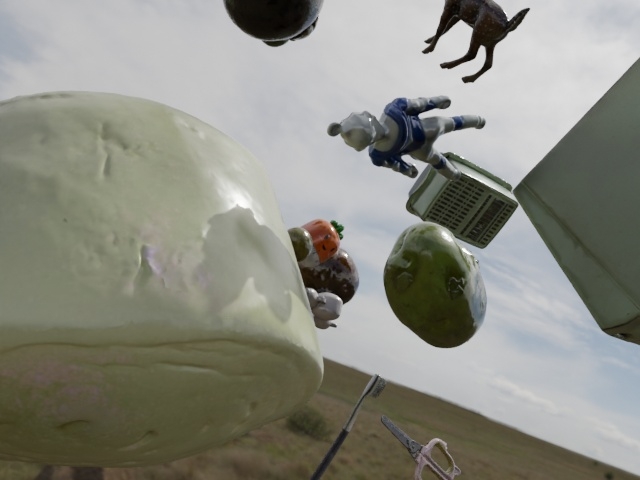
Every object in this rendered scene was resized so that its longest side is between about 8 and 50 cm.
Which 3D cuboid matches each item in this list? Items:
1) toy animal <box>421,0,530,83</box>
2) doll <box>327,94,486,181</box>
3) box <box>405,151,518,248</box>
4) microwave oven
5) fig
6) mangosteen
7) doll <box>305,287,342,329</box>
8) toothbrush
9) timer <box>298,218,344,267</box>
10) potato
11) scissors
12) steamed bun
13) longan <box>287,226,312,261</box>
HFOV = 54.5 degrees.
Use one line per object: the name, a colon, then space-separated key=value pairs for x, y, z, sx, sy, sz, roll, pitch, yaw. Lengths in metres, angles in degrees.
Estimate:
toy animal: x=0.278 y=-0.454 z=1.153 sx=0.243 sy=0.260 sz=0.087 roll=46 pitch=39 yaw=19
doll: x=0.103 y=-0.131 z=0.757 sx=0.227 sy=0.114 sz=0.057 roll=1 pitch=36 yaw=-38
box: x=0.415 y=-0.119 z=1.829 sx=0.291 sy=0.220 sz=0.166 roll=24 pitch=24 yaw=-25
microwave oven: x=0.480 y=-0.021 z=0.723 sx=0.394 sy=0.333 sz=0.247 roll=18 pitch=33 yaw=-38
fig: x=-0.002 y=0.119 z=1.867 sx=0.235 sy=0.235 sz=0.214 roll=34 pitch=15 yaw=-48
mangosteen: x=-0.118 y=-0.699 z=1.752 sx=0.301 sy=0.300 sz=0.300 roll=20 pitch=-11 yaw=4
doll: x=-0.026 y=0.142 z=1.292 sx=0.160 sy=0.059 sz=0.161 roll=-3 pitch=-35 yaw=31
toothbrush: x=0.037 y=0.370 z=1.156 sx=0.026 sy=0.288 sz=0.024 roll=31 pitch=5 yaw=-7
timer: x=0.000 y=0.000 z=1.391 sx=0.136 sy=0.136 sz=0.099 roll=3 pitch=-63 yaw=58
potato: x=0.194 y=0.076 z=1.053 sx=0.149 sy=0.186 sz=0.253 roll=-11 pitch=-54 yaw=22
scissors: x=0.268 y=0.581 z=1.705 sx=0.317 sy=0.160 sz=0.024 roll=47 pitch=-34 yaw=-15
steamed bun: x=-0.231 y=0.035 z=0.664 sx=0.456 sy=0.371 sz=0.289 roll=1 pitch=-45 yaw=-24
longan: x=-0.054 y=0.002 z=1.224 sx=0.083 sy=0.075 sz=0.075 roll=50 pitch=-12 yaw=1
